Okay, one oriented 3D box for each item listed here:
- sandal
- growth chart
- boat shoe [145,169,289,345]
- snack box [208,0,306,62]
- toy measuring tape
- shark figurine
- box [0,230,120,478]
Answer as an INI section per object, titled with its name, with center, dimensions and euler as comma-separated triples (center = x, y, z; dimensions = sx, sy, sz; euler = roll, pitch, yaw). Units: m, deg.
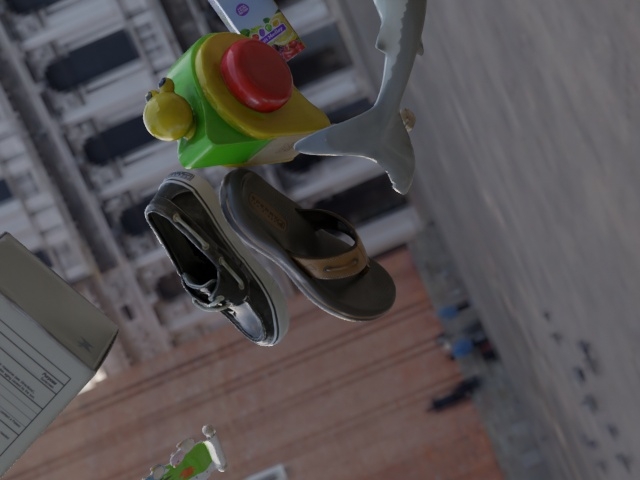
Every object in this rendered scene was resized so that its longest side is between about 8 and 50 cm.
[sandal]
center = 0.000, 0.000, 1.280
dimensions = 0.219, 0.060, 0.090
euler = 41, -143, -27
[growth chart]
center = -0.219, 0.349, 1.869
dimensions = 0.021, 0.237, 0.172
euler = 44, 171, 24
[boat shoe]
center = -0.108, 0.034, 1.391
dimensions = 0.219, 0.077, 0.070
euler = 58, -135, -27
[snack box]
center = -0.114, -0.334, 1.890
dimensions = 0.207, 0.070, 0.174
euler = 55, 179, -13
[toy measuring tape]
center = -0.040, -0.134, 1.271
dimensions = 0.330, 0.121, 0.121
euler = -11, -106, -48
[shark figurine]
center = 0.047, -0.185, 0.941
dimensions = 0.116, 0.166, 0.278
euler = -2, -110, -51
[box]
center = -0.318, 0.132, 1.256
dimensions = 0.148, 0.232, 0.127
euler = 42, -168, -7
